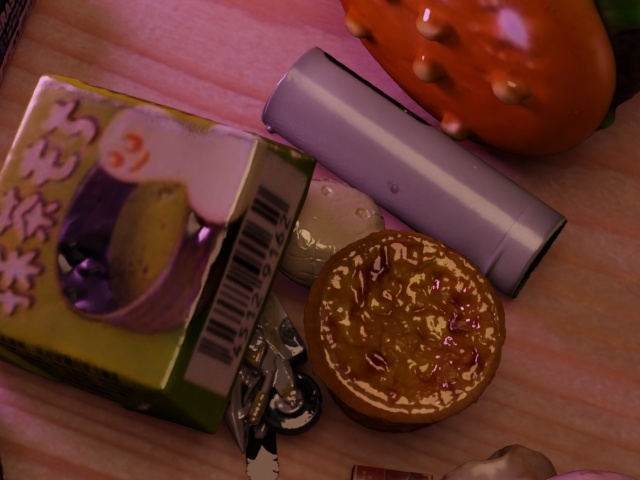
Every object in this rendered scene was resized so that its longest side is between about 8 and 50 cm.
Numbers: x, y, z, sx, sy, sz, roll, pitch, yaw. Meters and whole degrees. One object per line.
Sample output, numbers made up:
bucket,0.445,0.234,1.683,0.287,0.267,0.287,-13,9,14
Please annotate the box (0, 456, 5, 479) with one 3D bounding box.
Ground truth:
box,-0.459,0.335,1.412,0.373,0.138,0.420,-13,69,-11

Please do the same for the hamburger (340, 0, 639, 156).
hamburger,0.203,-0.269,1.615,0.396,0.396,0.277,42,68,13

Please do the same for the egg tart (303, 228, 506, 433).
egg tart,0.075,0.108,1.554,0.202,0.147,0.202,3,65,-6

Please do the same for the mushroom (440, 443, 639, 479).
mushroom,0.205,0.332,1.434,0.297,0.297,0.290,-22,33,-14

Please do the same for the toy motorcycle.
toy motorcycle,-0.097,0.110,1.577,0.152,0.073,0.225,-21,68,-5

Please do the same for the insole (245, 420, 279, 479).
insole,-0.061,0.184,1.586,0.045,0.002,0.135,-3,66,-5

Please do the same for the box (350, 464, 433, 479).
box,0.070,0.257,1.555,0.082,0.023,0.051,8,67,-1

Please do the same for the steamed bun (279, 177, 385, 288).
steamed bun,0.000,0.000,1.622,0.130,0.091,0.112,7,53,-20

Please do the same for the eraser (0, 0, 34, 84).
eraser,-0.380,-0.221,1.672,0.086,0.130,0.287,14,66,4

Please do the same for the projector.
projector,0.098,-0.074,1.661,0.337,0.108,0.108,36,68,10

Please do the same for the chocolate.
chocolate,-0.193,0.002,1.521,0.289,0.137,0.301,17,79,19
